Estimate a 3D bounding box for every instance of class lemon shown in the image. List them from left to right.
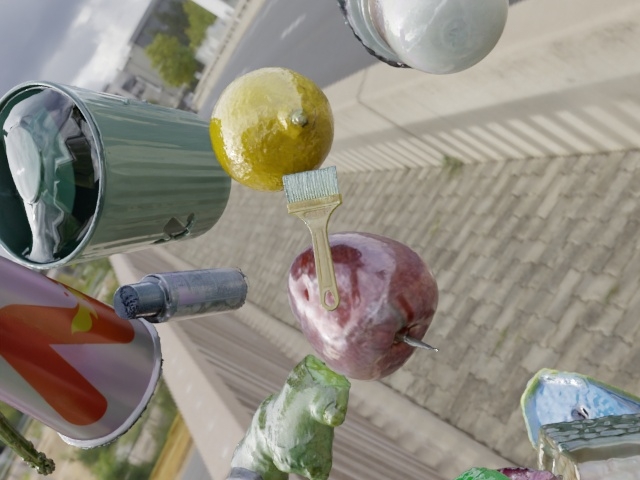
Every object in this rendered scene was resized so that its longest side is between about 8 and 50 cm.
[{"bbox_3d":[-0.072,-0.168,1.264,0.244,0.186,0.187,-24,39,61],"label":"lemon"}]

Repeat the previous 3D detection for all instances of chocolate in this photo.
[{"bbox_3d":[0.128,-0.263,0.904,0.221,0.221,0.147,-55,22,21],"label":"chocolate"}]

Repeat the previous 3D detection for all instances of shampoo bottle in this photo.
[{"bbox_3d":[-0.185,0.074,1.116,0.072,0.072,0.214,-55,-25,20],"label":"shampoo bottle"}]

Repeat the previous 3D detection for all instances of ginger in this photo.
[{"bbox_3d":[-0.047,0.276,1.096,0.089,0.137,0.290,-10,-35,-53],"label":"ginger"}]

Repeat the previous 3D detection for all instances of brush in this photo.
[{"bbox_3d":[0.000,0.000,1.194,0.011,0.083,0.205,-3,-97,-74],"label":"brush"}]

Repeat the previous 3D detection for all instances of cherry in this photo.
[{"bbox_3d":[0.078,0.107,1.342,0.212,0.285,0.236,13,-76,-60],"label":"cherry"}]

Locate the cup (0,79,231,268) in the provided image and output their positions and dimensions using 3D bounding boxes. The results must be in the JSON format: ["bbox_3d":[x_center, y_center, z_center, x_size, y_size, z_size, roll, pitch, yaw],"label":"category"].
[{"bbox_3d":[-0.417,-0.123,1.537,0.392,0.400,0.311,-6,-76,-58],"label":"cup"}]

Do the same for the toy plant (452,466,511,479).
[{"bbox_3d":[0.099,0.292,0.701,0.155,0.088,0.240,-55,-10,35],"label":"toy plant"}]

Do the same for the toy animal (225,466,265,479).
[{"bbox_3d":[-0.099,0.417,0.820,0.357,0.193,0.258,-56,-28,-50],"label":"toy animal"}]

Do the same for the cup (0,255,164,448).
[{"bbox_3d":[-0.359,0.122,1.030,0.202,0.288,0.203,-17,55,25],"label":"cup"}]

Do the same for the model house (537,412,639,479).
[{"bbox_3d":[0.604,0.409,1.380,0.395,0.445,0.400,78,-179,-60],"label":"model house"}]

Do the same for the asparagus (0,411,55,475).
[{"bbox_3d":[-0.194,0.128,0.533,0.114,0.014,0.015,76,-169,-50],"label":"asparagus"}]

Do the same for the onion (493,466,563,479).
[{"bbox_3d":[0.283,0.442,1.150,0.111,0.250,0.247,-47,10,-37],"label":"onion"}]

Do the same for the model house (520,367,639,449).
[{"bbox_3d":[0.564,0.387,1.704,0.216,0.237,0.303,-57,33,14],"label":"model house"}]
